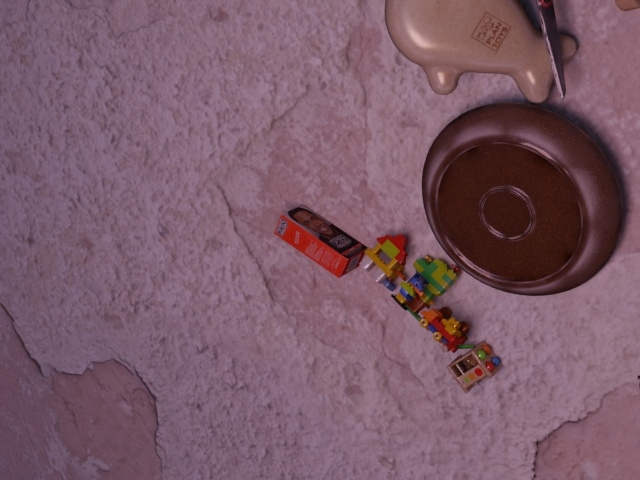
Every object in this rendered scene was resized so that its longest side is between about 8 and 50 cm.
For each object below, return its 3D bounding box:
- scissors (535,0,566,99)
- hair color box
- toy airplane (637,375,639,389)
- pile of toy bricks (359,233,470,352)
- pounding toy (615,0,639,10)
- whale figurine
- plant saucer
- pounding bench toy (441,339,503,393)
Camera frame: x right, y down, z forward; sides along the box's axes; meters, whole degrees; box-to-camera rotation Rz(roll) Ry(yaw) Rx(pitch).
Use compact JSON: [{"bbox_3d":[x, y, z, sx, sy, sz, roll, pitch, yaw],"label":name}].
[{"bbox_3d":[0.290,-0.341,1.286,0.109,0.021,0.297,1,95,-14],"label":"scissors"},{"bbox_3d":[0.000,0.000,1.603,0.141,0.072,0.043,33,120,18],"label":"hair color box"},{"bbox_3d":[0.531,0.219,1.370,0.151,0.028,0.151,9,108,29],"label":"toy airplane"},{"bbox_3d":[0.175,0.073,1.514,0.105,0.118,0.212,-47,60,5],"label":"pile of toy bricks"},{"bbox_3d":[0.345,-0.385,1.239,0.094,0.181,0.206,-6,116,61],"label":"pounding toy"},{"bbox_3d":[0.221,-0.303,1.354,0.272,0.141,0.216,28,101,-4],"label":"whale figurine"},{"bbox_3d":[0.280,-0.047,1.399,0.310,0.050,0.311,17,124,26],"label":"plant saucer"},{"bbox_3d":[0.240,0.187,1.524,0.065,0.052,0.083,-41,82,34],"label":"pounding bench toy"}]
